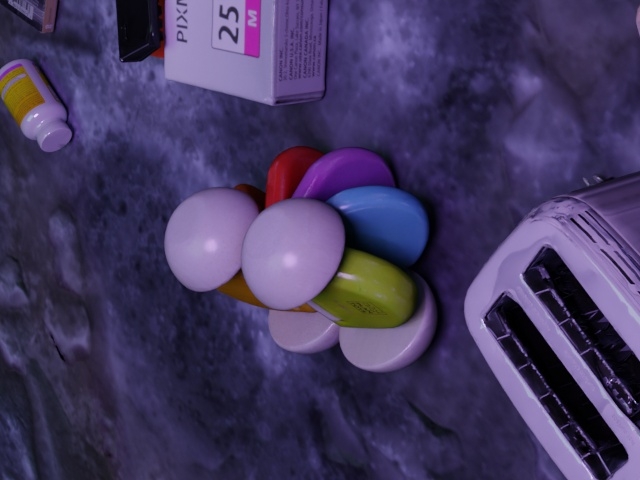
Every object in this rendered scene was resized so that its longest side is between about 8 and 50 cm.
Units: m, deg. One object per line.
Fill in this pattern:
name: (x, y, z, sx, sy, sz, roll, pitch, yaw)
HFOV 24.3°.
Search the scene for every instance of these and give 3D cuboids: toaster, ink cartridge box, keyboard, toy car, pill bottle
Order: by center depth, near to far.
toaster: (0.181, 0.050, 0.797, 0.227, 0.146, 0.129, 57, 133, 22)
toy car: (0.000, 0.000, 1.008, 0.182, 0.159, 0.136, 9, 69, 47)
ink cartridge box: (-0.089, -0.254, 1.090, 0.239, 0.060, 0.275, 17, 112, 43)
keyboard: (-0.143, -0.229, 1.133, 0.108, 0.023, 0.180, 172, 95, -65)
pill bottle: (-0.252, -0.118, 1.310, 0.083, 0.043, 0.043, 55, 133, 24)

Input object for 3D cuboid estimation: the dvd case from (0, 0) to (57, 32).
dvd case: (-0.268, -0.315, 1.301, 0.164, 0.018, 0.221, 36, 124, 38)

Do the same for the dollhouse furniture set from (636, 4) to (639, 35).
dollhouse furniture set: (0.261, -0.045, 0.512, 0.394, 0.256, 0.362, -2, 115, 52)
